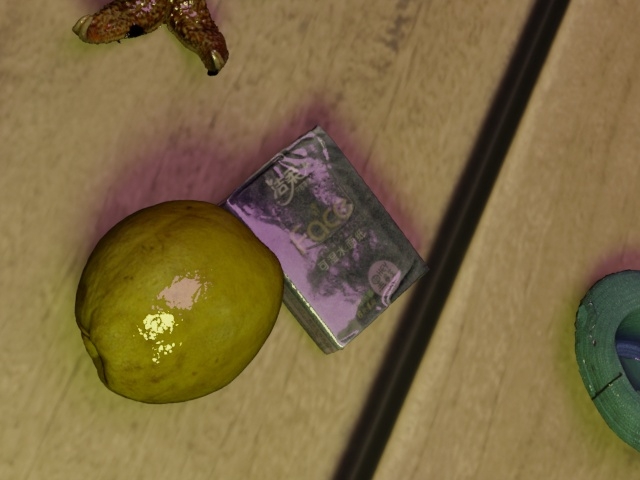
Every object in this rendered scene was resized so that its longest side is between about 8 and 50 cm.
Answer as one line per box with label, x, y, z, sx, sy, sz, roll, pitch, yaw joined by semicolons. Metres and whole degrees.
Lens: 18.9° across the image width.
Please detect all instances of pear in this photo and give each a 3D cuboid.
pear;-0.111;0.047;1.459;0.162;0.149;0.149;-37;94;-26

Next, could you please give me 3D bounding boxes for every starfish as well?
starfish;-0.119;-0.200;1.554;0.146;0.074;0.190;49;64;-5

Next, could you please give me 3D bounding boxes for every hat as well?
hat;0.281;0.122;1.656;0.138;0.078;0.191;-1;59;-32

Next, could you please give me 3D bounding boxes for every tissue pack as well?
tissue pack;0.000;0.000;1.571;0.112;0.051;0.156;-41;96;-25
